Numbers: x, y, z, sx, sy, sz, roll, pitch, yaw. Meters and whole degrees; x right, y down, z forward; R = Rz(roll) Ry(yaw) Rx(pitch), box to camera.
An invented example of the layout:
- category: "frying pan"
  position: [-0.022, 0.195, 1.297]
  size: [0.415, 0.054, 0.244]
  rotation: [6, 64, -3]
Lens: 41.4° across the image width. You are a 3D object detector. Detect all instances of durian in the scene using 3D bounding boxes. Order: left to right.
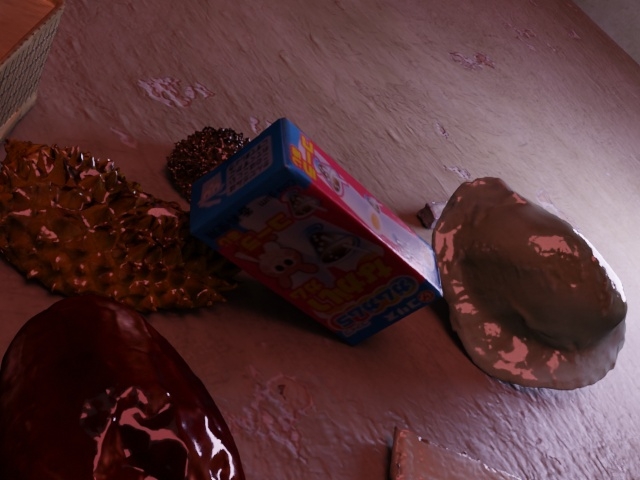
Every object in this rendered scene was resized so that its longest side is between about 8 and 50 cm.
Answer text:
- category: "durian"
  position: [-0.239, -0.014, 1.003]
  size: [0.341, 0.112, 0.191]
  rotation: [27, 33, -13]
- category: "durian"
  position: [-0.125, -0.108, 1.221]
  size: [0.188, 0.091, 0.148]
  rotation: [18, 38, -24]

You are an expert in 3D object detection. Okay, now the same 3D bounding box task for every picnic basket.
- category: "picnic basket"
  position: [-0.475, -0.212, 1.006]
  size: [0.228, 0.175, 0.313]
  rotation: [25, 32, -11]

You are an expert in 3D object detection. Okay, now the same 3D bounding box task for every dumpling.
- category: "dumpling"
  position: [0.324, 0.056, 1.279]
  size: [0.320, 0.212, 0.270]
  rotation: [37, 37, 24]

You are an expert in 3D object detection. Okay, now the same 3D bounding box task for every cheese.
- category: "cheese"
  position: [0.261, 0.337, 1.045]
  size: [0.400, 0.034, 0.085]
  rotation: [25, 36, -11]

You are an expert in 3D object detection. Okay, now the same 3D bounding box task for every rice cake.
- category: "rice cake"
  position: [0.252, -0.048, 1.495]
  size: [0.206, 0.036, 0.047]
  rotation: [-6, 63, -43]

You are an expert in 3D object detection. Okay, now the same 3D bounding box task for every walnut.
- category: "walnut"
  position: [-0.198, 0.200, 0.725]
  size: [0.269, 0.244, 0.222]
  rotation: [57, 2, 39]

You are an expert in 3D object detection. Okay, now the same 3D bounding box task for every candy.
- category: "candy"
  position: [0.000, 0.001, 1.052]
  size: [0.306, 0.157, 0.100]
  rotation: [38, 30, -35]
